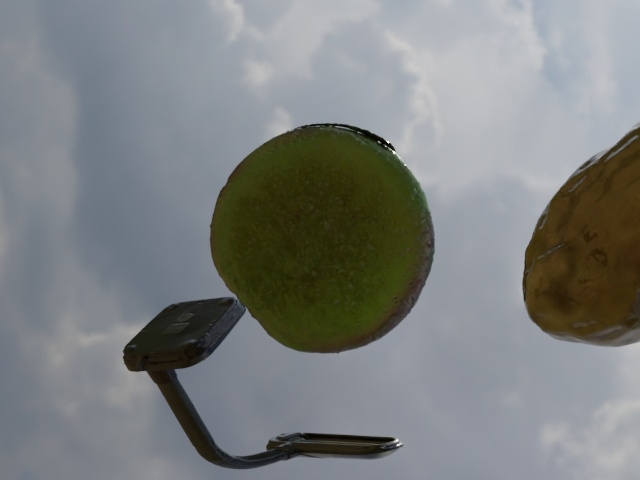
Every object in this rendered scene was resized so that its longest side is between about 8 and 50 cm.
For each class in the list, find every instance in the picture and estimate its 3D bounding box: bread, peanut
[{"bbox_3d":[0.006,-0.002,1.768,0.045,0.301,0.301,-35,120,-80],"label":"bread"},{"bbox_3d":[0.262,-0.032,0.879,0.147,0.305,0.147,59,-13,21],"label":"peanut"}]

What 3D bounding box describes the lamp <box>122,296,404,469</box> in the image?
[{"bbox_3d":[-0.055,0.175,1.478,0.203,0.124,0.283,-10,-49,37],"label":"lamp"}]
